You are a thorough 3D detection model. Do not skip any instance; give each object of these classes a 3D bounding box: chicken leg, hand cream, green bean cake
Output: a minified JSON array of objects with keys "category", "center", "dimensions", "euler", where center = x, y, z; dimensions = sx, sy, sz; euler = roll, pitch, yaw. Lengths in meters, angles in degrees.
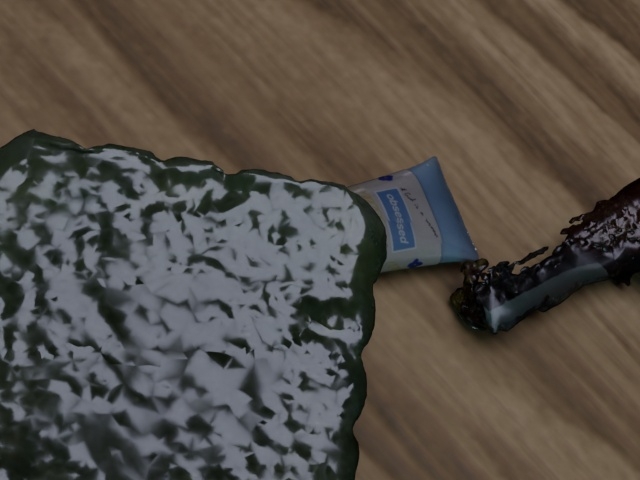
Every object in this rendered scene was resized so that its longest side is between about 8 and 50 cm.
[{"category":"chicken leg","center":[0.192,0.013,0.793],"dimensions":[0.253,0.051,0.106],"euler":[1,66,-13]},{"category":"hand cream","center":[0.000,0.000,0.745],"dimensions":[0.170,0.043,0.065],"euler":[-13,72,-27]},{"category":"green bean cake","center":[-0.075,0.056,0.636],"dimensions":[0.185,0.094,0.183],"euler":[10,79,-8]}]
